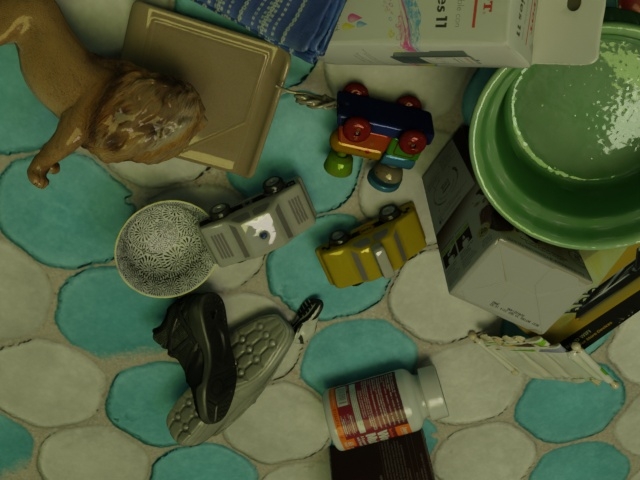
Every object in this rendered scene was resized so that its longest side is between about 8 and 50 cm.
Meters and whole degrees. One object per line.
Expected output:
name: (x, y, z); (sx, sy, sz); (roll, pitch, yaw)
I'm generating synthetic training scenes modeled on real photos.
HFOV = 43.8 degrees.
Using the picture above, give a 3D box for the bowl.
bowl: (-0.254, 0.001, 1.288); (0.170, 0.080, 0.170); (-10, 117, -21)

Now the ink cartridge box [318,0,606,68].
ink cartridge box: (0.144, -0.314, 0.923); (0.353, 0.119, 0.207); (7, 91, 28)

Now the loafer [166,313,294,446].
loafer: (-0.156, 0.257, 1.471); (0.319, 0.112, 0.111); (-45, 152, 17)

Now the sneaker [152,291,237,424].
sneaker: (-0.221, 0.204, 1.394); (0.130, 0.087, 0.228); (-4, 96, 39)

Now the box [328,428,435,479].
box: (0.136, 0.512, 1.609); (0.203, 0.167, 0.169); (-13, 123, 4)

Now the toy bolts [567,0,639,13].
toy bolts: (0.380, -0.246, 1.111); (0.158, 0.218, 0.229); (-12, 120, -27)

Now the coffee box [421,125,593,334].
coffee box: (0.268, -0.024, 1.196); (0.168, 0.297, 0.119); (23, 123, -19)

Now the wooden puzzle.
wooden puzzle: (-0.185, -0.221, 1.189); (0.238, 0.044, 0.221); (17, 120, -8)

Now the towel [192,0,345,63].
towel: (-0.084, -0.384, 0.947); (0.336, 0.040, 0.243); (32, 107, 24)

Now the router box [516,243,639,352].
router box: (0.463, 0.047, 1.387); (0.243, 0.081, 0.309); (38, 112, -25)

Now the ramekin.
ramekin: (0.354, -0.152, 1.034); (0.303, 0.148, 0.304); (9, 123, 14)

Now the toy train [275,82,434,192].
toy train: (0.036, -0.158, 1.218); (0.247, 0.105, 0.143); (11, 135, -11)

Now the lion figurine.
lion figurine: (-0.359, -0.235, 1.087); (0.240, 0.142, 0.392); (-41, 104, 10)

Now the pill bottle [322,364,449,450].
pill bottle: (0.124, 0.313, 1.507); (0.221, 0.121, 0.121); (-16, 123, 6)

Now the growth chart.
growth chart: (0.398, 0.215, 1.448); (0.237, 0.021, 0.172); (-2, 143, 47)

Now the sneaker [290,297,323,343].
sneaker: (-0.022, 0.146, 1.443); (0.043, 0.040, 0.109); (14, 125, -32)

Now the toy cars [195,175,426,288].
toy cars: (0.000, 0.000, 1.282); (0.393, 0.087, 0.177); (11, 112, -22)
